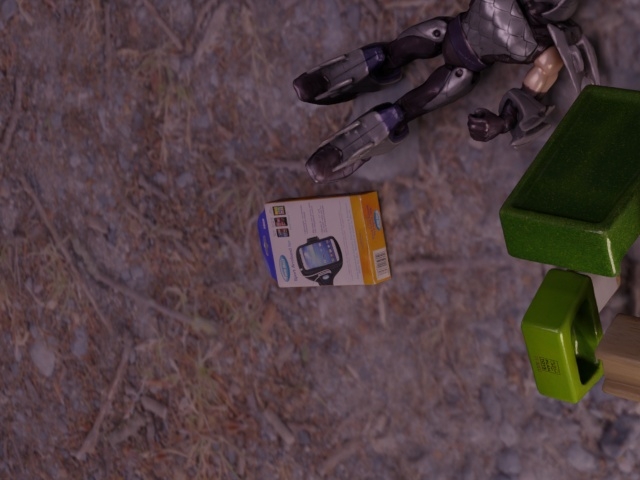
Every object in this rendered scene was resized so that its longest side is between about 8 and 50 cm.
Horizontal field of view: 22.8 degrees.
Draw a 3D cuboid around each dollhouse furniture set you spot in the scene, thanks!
[{"bbox_3d":[0.299,0.031,1.095,0.301,0.151,0.198,13,137,35],"label":"dollhouse furniture set"}]

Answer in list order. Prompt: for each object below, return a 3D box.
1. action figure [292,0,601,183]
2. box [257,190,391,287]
[{"bbox_3d":[0.103,-0.146,1.258,0.285,0.099,0.185,-29,77,40],"label":"action figure"},{"bbox_3d":[0.000,0.000,1.438,0.136,0.028,0.081,-2,100,45],"label":"box"}]
